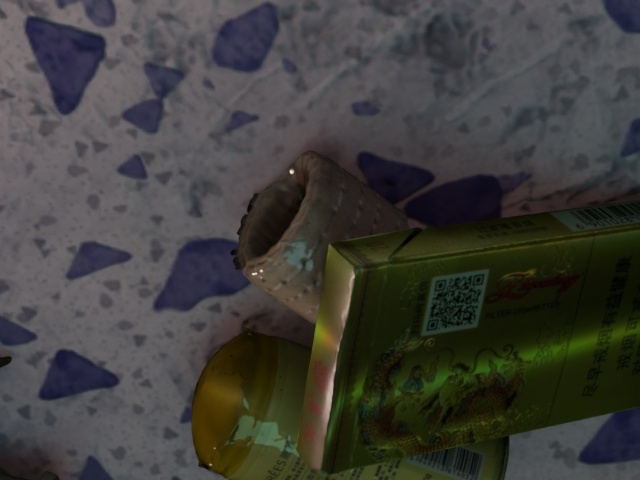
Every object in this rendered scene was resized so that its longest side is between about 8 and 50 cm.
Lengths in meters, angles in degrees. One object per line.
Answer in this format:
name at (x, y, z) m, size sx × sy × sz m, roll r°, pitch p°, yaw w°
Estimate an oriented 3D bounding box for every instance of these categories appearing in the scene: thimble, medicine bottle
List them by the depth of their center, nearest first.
thimble at (0.000, 0.000, 1.220) m, size 0.090 × 0.115 × 0.102 m, roll 34°, pitch 110°, yaw -20°
medicine bottle at (0.017, 0.150, 1.303) m, size 0.238 × 0.124 × 0.124 m, roll 21°, pitch 116°, yaw -13°

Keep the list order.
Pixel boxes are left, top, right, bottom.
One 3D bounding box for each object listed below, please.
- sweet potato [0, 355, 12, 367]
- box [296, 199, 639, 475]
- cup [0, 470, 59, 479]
sweet potato at (-0.295, 0.100, 1.307) m, size 0.117 × 0.049 × 0.049 m, roll -8°, pitch 119°, yaw -10°
box at (0.134, 0.064, 1.229) m, size 0.311 × 0.043 × 0.173 m, roll -8°, pitch 123°, yaw -29°
cup at (-0.276, 0.228, 1.339) m, size 0.141 × 0.120 × 0.120 m, roll 14°, pitch 118°, yaw -1°
